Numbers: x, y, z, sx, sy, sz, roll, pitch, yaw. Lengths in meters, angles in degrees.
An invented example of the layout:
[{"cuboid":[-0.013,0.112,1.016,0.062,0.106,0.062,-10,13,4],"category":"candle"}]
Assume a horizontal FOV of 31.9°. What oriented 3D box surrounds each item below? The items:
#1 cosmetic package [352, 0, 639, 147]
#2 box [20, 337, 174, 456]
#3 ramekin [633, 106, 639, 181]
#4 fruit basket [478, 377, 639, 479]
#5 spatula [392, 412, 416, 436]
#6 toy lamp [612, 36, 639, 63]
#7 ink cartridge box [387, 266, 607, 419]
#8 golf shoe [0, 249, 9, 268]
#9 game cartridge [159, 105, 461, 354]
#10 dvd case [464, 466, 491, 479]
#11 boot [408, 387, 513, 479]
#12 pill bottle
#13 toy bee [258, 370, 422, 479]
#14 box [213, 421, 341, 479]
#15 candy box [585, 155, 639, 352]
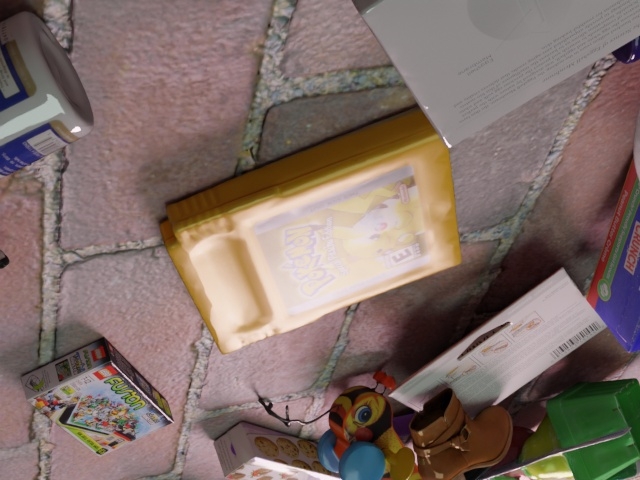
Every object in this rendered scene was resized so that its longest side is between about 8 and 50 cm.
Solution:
[{"cuboid":[0.146,-0.233,0.969,0.224,0.138,0.225,-30,145,9],"category":"cosmetic package"},{"cuboid":[-0.275,0.201,1.406,0.114,0.036,0.207,-25,147,2],"category":"box"},{"cuboid":[0.463,-0.138,1.216,0.277,0.135,0.277,-27,131,-35],"category":"ramekin"},{"cuboid":[0.381,0.358,1.873,0.353,0.165,0.327,-32,168,23],"category":"fruit basket"},{"cuboid":[0.239,0.250,1.795,0.296,0.030,0.084,-28,144,6],"category":"spatula"},{"cuboid":[0.234,-0.194,1.135,0.274,0.080,0.080,-18,146,-7],"category":"toy lamp"},{"cuboid":[0.246,0.147,1.600,0.296,0.066,0.261,-37,146,9],"category":"ink cartridge box"},{"cuboid":[-0.368,0.004,1.045,0.077,0.094,0.198,-21,175,20],"category":"golf shoe"},{"cuboid":[0.000,0.000,1.283,0.323,0.053,0.285,-23,147,-3],"category":"game cartridge"},{"cuboid":[0.197,0.376,1.794,0.180,0.022,0.253,-41,-179,-3],"category":"dvd case"},{"cuboid":[0.202,0.264,1.596,0.197,0.073,0.152,-47,127,-38],"category":"boot"},{"cuboid":[-0.292,-0.097,0.912,0.186,0.112,0.112,-26,147,3],"category":"pill bottle"},{"cuboid":[0.073,0.282,1.626,0.162,0.195,0.298,-46,136,-10],"category":"toy bee"},{"cuboid":[-0.036,0.349,1.735,0.063,0.067,0.324,-37,144,19],"category":"box"},{"cuboid":[0.541,-0.010,1.495,0.317,0.122,0.268,-9,131,-24],"category":"candy box"}]
